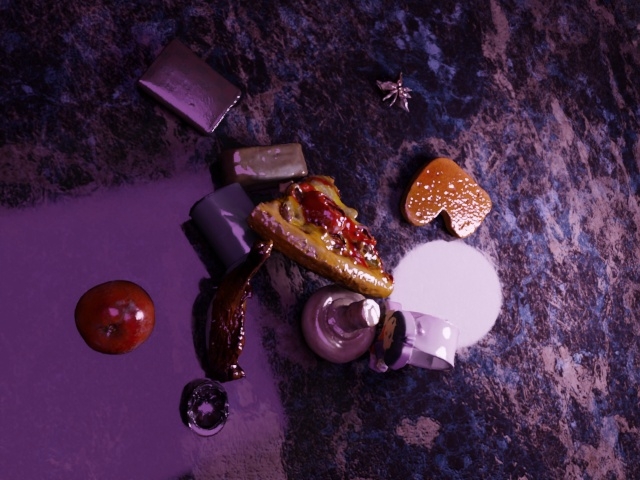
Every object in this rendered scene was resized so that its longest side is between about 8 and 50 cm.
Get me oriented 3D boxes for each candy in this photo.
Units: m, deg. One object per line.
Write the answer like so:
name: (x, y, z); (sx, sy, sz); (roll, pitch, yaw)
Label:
candy: (-0.152, -0.195, 1.357); (0.233, 0.102, 0.104); (-10, 82, -28)

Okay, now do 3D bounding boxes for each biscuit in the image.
biscuit: (0.390, -0.112, 1.609); (0.277, 0.052, 0.262); (38, 71, -13)

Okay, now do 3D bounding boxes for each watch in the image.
watch: (0.255, 0.279, 1.355); (0.231, 0.244, 0.196); (24, 69, -11)

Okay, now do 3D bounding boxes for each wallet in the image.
wallet: (-0.341, -0.401, 1.350); (0.229, 0.049, 0.182); (36, 67, -15)

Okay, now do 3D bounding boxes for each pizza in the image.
pizza: (0.011, -0.065, 1.285); (0.439, 0.130, 0.406); (31, 33, -30)

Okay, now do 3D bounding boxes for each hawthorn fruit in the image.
hawthorn fruit: (-0.442, 0.165, 1.111); (0.172, 0.173, 0.173); (5, 76, -23)

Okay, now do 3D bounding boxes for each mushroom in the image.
mushroom: (0.060, 0.220, 1.315); (0.206, 0.209, 0.207); (-10, 108, -33)

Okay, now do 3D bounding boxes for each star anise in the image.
star anise: (0.246, -0.461, 1.617); (0.124, 0.056, 0.129); (-27, 90, -27)

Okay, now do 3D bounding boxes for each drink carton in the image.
drink carton: (-0.204, -0.029, 1.259); (0.185, 0.191, 0.190); (-29, 85, -24)

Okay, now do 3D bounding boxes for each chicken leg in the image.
chicken leg: (-0.197, 0.152, 1.159); (0.095, 0.158, 0.407); (3, 122, -32)

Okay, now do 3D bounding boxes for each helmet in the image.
helmet: (-0.265, 0.388, 1.195); (0.098, 0.070, 0.123); (7, 83, -16)
